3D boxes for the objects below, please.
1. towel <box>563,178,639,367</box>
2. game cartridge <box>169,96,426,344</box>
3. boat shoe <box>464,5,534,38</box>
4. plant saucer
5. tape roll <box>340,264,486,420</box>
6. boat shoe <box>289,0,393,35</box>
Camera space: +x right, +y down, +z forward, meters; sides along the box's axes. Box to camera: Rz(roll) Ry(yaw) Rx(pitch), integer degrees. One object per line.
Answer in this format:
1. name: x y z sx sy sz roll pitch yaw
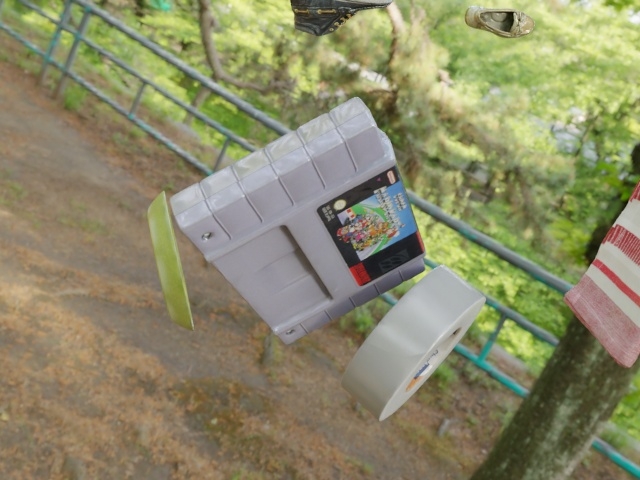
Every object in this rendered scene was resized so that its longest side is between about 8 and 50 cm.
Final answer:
1. towel: 0.506 0.009 1.205 0.037 0.329 0.237 25 15 -11
2. game cartridge: 0.000 0.000 0.918 0.355 0.230 0.068 59 7 -60
3. boat shoe: 0.351 -0.419 1.503 0.153 0.056 0.048 6 14 -24
4. plant saucer: -0.253 0.038 1.312 0.037 0.241 0.241 -11 23 -9
5. tape roll: 0.127 0.139 1.061 0.072 0.219 0.219 40 18 18
6. boat shoe: 0.036 -0.364 1.220 0.183 0.083 0.065 13 45 25
